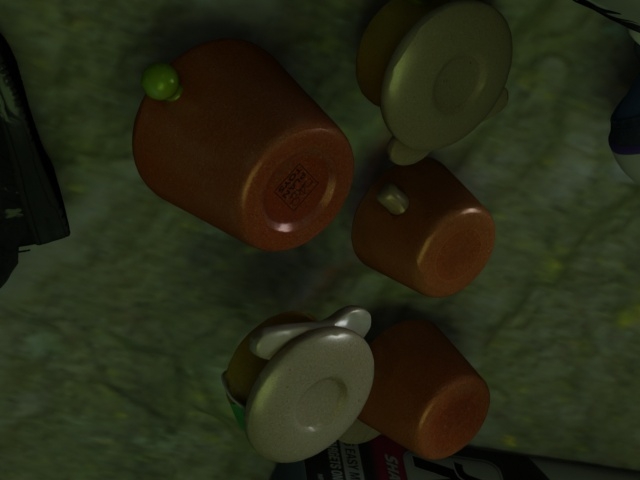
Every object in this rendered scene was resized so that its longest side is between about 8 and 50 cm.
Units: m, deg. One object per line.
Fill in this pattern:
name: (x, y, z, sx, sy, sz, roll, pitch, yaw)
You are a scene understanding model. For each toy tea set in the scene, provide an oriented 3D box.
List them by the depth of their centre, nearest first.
toy tea set: (0.000, 0.000, 1.101, 0.200, 0.124, 0.336, -26, 133, -26)

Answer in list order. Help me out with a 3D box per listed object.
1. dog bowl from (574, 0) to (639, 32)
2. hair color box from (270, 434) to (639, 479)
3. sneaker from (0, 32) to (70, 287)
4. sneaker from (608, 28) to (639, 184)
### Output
dog bowl: (0.206, -0.241, 0.738, 0.408, 0.408, 0.150, -28, 147, 14)
hair color box: (0.154, 0.242, 1.256, 0.374, 0.185, 0.113, 10, 127, -17)
sneaker: (-0.190, -0.033, 1.057, 0.089, 0.051, 0.170, -15, 134, -2)
sneaker: (0.199, -0.183, 0.969, 0.236, 0.130, 0.323, 47, 141, -6)
